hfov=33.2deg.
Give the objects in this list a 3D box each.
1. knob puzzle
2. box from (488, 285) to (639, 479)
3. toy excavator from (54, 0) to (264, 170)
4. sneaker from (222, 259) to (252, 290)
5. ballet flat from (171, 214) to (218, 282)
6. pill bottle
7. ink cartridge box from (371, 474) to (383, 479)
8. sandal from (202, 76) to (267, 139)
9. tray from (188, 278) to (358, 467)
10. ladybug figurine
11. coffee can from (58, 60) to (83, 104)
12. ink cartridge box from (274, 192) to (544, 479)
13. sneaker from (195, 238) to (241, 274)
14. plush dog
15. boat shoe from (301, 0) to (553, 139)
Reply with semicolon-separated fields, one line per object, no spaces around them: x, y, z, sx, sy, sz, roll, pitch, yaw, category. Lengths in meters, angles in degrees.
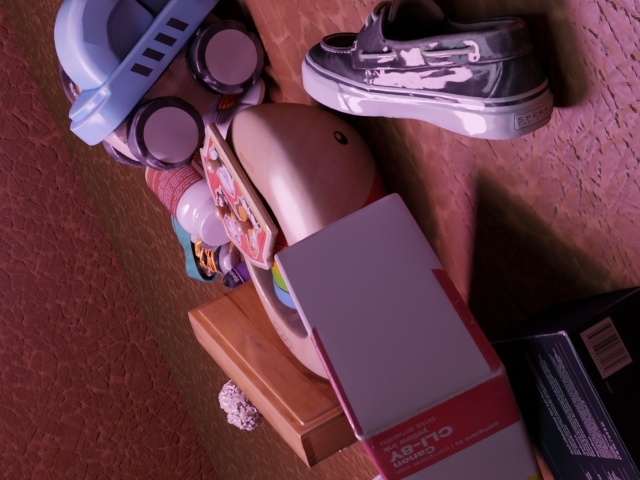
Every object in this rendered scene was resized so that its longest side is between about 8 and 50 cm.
-0.119;-0.040;1.422;0.213;0.030;0.213;53;159;30;knob puzzle
0.290;0.188;1.038;0.261;0.103;0.184;63;161;1;box
-0.288;-0.376;1.562;0.445;0.433;0.222;39;171;-23;toy excavator
-0.113;0.149;2.018;0.107;0.124;0.283;39;150;50;sneaker
-0.253;0.000;2.285;0.087;0.083;0.247;24;145;24;ballet flat
-0.233;-0.085;2.022;0.216;0.121;0.121;46;155;41;pill bottle
0.207;0.533;1.709;0.296;0.066;0.261;37;160;52;ink cartridge box
-0.136;-0.187;1.673;0.076;0.102;0.265;39;161;-22;sandal
-0.039;0.183;1.745;0.411;0.203;0.076;39;150;51;tray
0.000;0.000;1.457;0.305;0.162;0.449;47;156;41;ladybug figurine
-0.324;-0.300;1.846;0.275;0.201;0.202;13;128;66;coffee can
0.118;0.185;1.214;0.279;0.160;0.385;62;179;45;ink cartridge box
-0.194;0.031;2.060;0.215;0.083;0.084;-141;43;-78;sneaker
-0.014;0.275;1.893;0.225;0.211;0.262;42;-168;18;plush dog
0.097;-0.188;1.059;0.335;0.121;0.119;19;126;49;boat shoe
